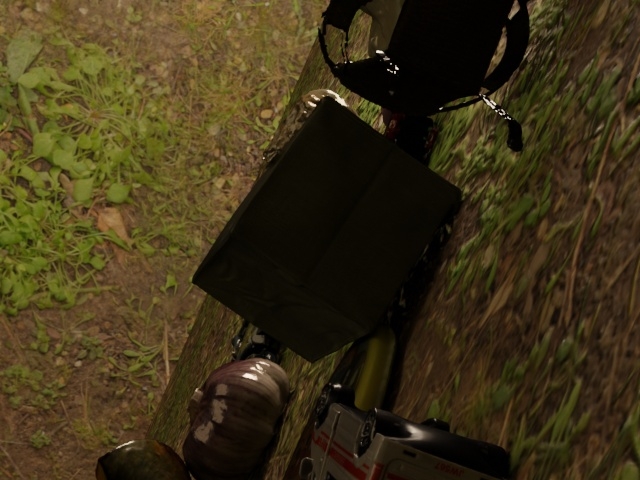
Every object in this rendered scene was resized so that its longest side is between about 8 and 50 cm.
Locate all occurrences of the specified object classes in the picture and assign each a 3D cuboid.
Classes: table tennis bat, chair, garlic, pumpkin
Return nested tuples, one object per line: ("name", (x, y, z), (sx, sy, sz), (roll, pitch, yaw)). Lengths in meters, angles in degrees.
("table tennis bat", (-0.009, 0.210, 1.215), (0.224, 0.054, 0.368), (-59, 7, 35))
("chair", (0.099, -0.162, 1.200), (0.149, 0.174, 0.213), (-70, 19, -1))
("garlic", (-0.103, 0.204, 1.687), (0.147, 0.102, 0.159), (-79, 14, -54))
("pumpkin", (-0.165, 0.359, 1.650), (0.148, 0.169, 0.312), (-29, -34, -34))

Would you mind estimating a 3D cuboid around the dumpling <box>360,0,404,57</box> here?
("dumpling", (0.068, -0.315, 1.643), (0.243, 0.175, 0.227), (-48, -21, -39))

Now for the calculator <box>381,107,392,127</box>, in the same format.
("calculator", (0.141, -0.270, 1.665), (0.294, 0.043, 0.194), (-60, 9, 28))

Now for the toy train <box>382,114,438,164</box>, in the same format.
("toy train", (0.074, -0.069, 1.502), (0.087, 0.050, 0.138), (125, 166, -76))

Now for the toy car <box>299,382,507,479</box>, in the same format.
("toy car", (0.039, 0.156, 0.909), (0.210, 0.089, 0.108), (-170, 99, -79))

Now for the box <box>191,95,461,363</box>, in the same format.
("box", (0.000, 0.000, 1.334), (0.149, 0.155, 0.231), (-56, 6, -17))

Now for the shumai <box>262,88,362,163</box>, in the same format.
("shumai", (0.002, -0.102, 1.865), (0.116, 0.146, 0.145), (66, -134, -75))

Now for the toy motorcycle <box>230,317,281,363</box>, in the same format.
("toy motorcycle", (-0.078, 0.120, 1.919), (0.124, 0.061, 0.193), (-45, 29, 51))
